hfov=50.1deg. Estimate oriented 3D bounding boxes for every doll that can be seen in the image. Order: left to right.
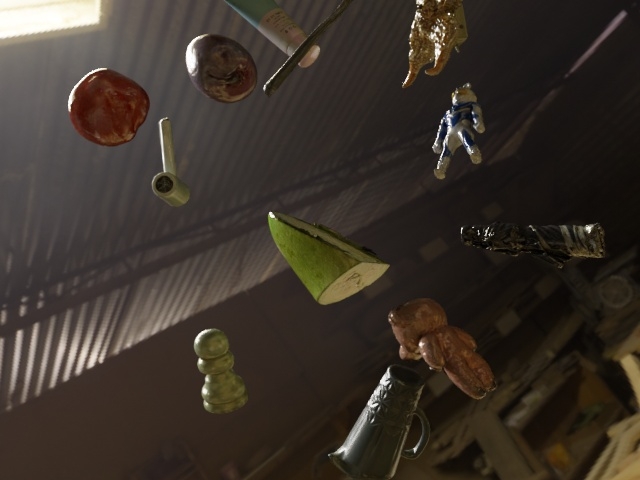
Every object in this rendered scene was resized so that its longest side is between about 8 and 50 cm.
[{"bbox_3d":[0.288,0.279,1.683,0.201,0.303,0.156,-5,-41,-50],"label":"doll"},{"bbox_3d":[0.261,-0.219,1.294,0.114,0.057,0.227,-28,35,41],"label":"doll"}]

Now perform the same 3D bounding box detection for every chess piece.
[{"bbox_3d":[-0.318,0.393,2.129,0.144,0.252,0.144,-9,19,3],"label":"chess piece"}]

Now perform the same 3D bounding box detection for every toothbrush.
[{"bbox_3d":[-0.017,-0.378,1.285,0.297,0.030,0.030,-55,-8,-19],"label":"toothbrush"}]

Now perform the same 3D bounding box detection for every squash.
[{"bbox_3d":[0.000,0.000,1.868,0.210,0.309,0.233,-41,-22,23],"label":"squash"}]

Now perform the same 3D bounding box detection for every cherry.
[{"bbox_3d":[-0.290,-0.504,2.007,0.183,0.266,0.213,-40,-34,5],"label":"cherry"}]

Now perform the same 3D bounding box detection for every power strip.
[{"bbox_3d":[0.269,-0.469,1.403,0.028,0.169,0.076,-9,1,-9],"label":"power strip"}]

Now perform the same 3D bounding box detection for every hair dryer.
[{"bbox_3d":[-0.401,-0.217,1.815,0.073,0.237,0.131,-5,-9,3],"label":"hair dryer"}]

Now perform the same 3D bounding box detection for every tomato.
[{"bbox_3d":[-0.465,-0.303,1.526,0.187,0.187,0.151,-36,-55,-17],"label":"tomato"}]

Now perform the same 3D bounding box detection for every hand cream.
[{"bbox_3d":[-0.130,-0.560,1.743,0.111,0.312,0.070,-37,-20,-15],"label":"hand cream"}]

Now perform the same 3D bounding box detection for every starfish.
[{"bbox_3d":[0.217,-0.444,1.339,0.293,0.084,0.302,-156,78,-82],"label":"starfish"}]

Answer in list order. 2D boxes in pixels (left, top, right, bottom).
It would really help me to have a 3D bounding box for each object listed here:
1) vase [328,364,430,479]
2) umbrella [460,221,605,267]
[{"bbox_3d":[0.183,0.480,1.806,0.156,0.250,0.301,-113,40,-65],"label":"vase"},{"bbox_3d":[0.528,0.004,1.724,0.357,0.106,0.113,3,11,30],"label":"umbrella"}]
